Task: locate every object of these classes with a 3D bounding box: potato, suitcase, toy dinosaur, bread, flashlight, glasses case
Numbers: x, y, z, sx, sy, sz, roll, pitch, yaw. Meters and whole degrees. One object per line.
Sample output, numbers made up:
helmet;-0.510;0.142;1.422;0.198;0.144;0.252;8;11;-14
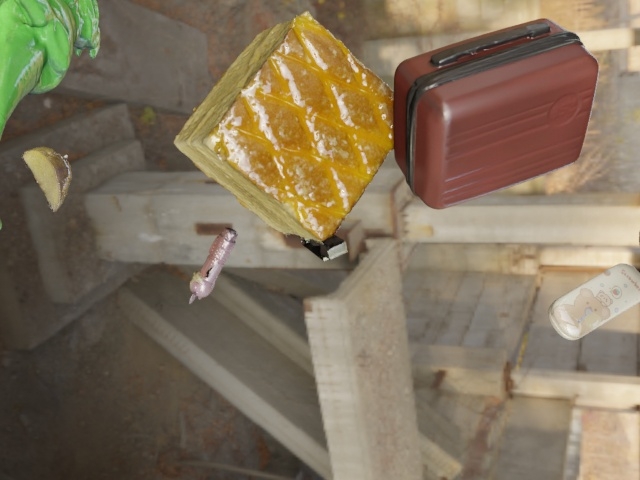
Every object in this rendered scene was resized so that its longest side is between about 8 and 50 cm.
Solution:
potato;-0.649;-0.166;1.926;0.172;0.089;0.100;59;22;9
suitcase;0.262;-0.195;1.194;0.236;0.297;0.161;85;-18;-47
toy dinosaur;-0.390;-0.209;1.062;0.374;0.144;0.500;76;9;-75
bread;-0.046;-0.183;1.283;0.279;0.207;0.279;37;78;-24
flashlight;-0.142;0.032;1.010;0.110;0.031;0.052;-61;171;13
glasses case;0.491;0.106;1.369;0.081;0.204;0.051;57;-23;16

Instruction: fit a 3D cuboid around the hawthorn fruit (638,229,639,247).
hawthorn fruit;0.657;-0.029;1.306;0.250;0.215;0.215;-57;143;-31

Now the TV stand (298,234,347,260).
TV stand;0.000;0.000;1.336;0.249;0.036;0.042;-146;-143;-74
